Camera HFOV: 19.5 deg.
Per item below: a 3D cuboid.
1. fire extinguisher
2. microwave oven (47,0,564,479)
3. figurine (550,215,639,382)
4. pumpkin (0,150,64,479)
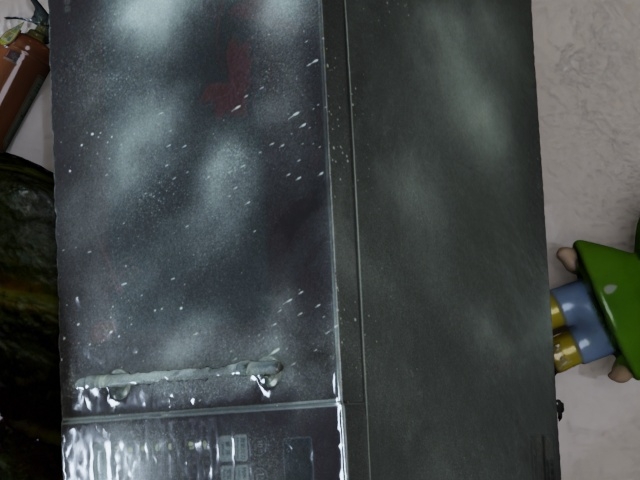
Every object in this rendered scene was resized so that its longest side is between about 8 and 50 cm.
[{"bbox_3d":[-0.263,-0.119,1.521,0.062,0.050,0.177,24,83,24],"label":"fire extinguisher"},{"bbox_3d":[0.000,0.000,1.356,0.236,0.374,0.432,-7,81,34],"label":"microwave oven"},{"bbox_3d":[0.303,0.033,1.569,0.263,0.143,0.162,-24,86,2],"label":"figurine"},{"bbox_3d":[-0.292,0.081,1.393,0.192,0.320,0.320,19,85,-43],"label":"pumpkin"}]
